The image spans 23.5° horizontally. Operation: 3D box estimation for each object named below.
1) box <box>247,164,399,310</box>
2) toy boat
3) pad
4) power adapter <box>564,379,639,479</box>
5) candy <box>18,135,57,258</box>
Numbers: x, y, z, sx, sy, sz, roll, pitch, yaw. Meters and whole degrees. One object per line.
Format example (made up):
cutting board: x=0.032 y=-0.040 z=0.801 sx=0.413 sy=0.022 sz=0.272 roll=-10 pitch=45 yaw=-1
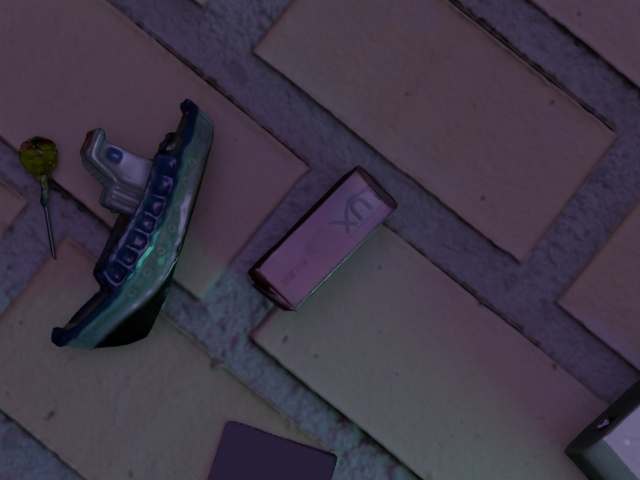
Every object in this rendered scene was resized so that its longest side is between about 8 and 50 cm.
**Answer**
box: x=0.000 y=0.000 z=1.472 sx=0.156 sy=0.111 sz=0.060 roll=-44 pitch=94 yaw=-5
toy boat: x=-0.188 y=-0.018 z=1.462 sx=0.115 sy=0.114 sz=0.262 roll=18 pitch=86 yaw=-12
pad: x=-0.065 y=0.282 z=1.486 sx=0.116 sy=0.004 sz=0.193 roll=17 pitch=82 yaw=0
power adapter: x=0.348 y=0.235 z=1.445 sx=0.125 sy=0.130 sz=0.205 roll=-41 pitch=85 yaw=-6
candy: x=-0.272 y=-0.042 z=1.511 sx=0.035 sy=0.035 sz=0.123 roll=-6 pitch=92 yaw=29
